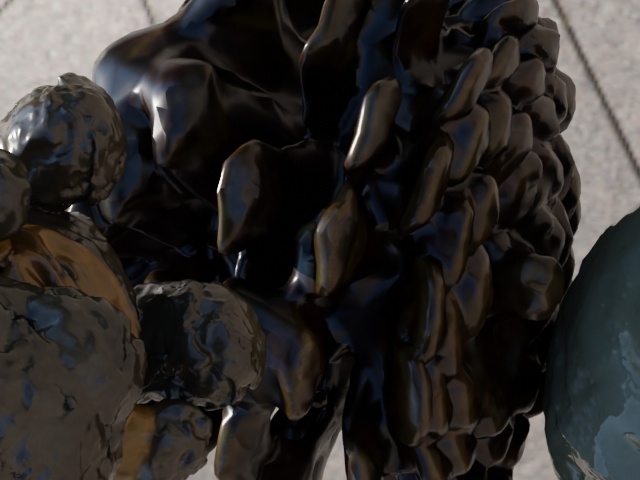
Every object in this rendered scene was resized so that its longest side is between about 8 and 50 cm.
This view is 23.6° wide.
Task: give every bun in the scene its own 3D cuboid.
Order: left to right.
[{"bbox_3d":[0.313,0.106,0.948,0.360,0.360,0.211,-44,36,35],"label":"bun"}]

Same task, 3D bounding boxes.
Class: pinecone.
[{"bbox_3d":[0.000,0.000,0.995,0.398,0.398,0.397,-5,83,46],"label":"pinecone"}]

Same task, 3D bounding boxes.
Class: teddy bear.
[{"bbox_3d":[-0.119,0.046,0.627,0.140,0.190,0.177,-27,109,15],"label":"teddy bear"}]
